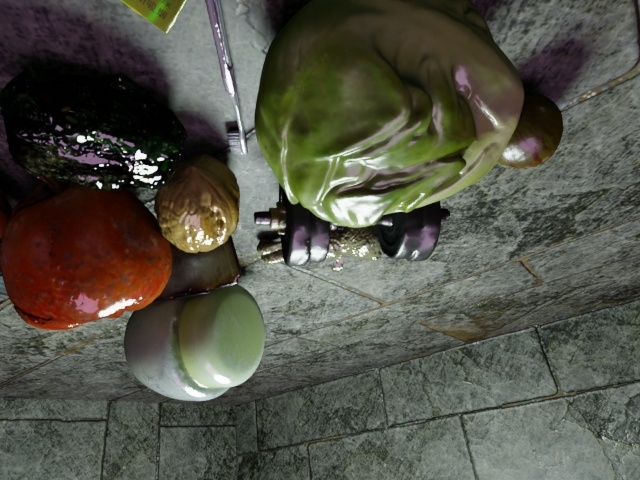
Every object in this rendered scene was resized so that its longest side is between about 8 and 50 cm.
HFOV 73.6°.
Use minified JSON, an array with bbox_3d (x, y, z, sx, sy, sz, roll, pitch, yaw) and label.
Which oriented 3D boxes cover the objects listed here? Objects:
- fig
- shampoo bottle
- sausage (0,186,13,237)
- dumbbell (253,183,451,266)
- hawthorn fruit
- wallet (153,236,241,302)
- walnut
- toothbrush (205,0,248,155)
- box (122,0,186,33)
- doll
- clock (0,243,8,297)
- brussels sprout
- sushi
[{"bbox_3d":[0.366,-0.174,0.762,0.124,0.124,0.236,-24,160,28],"label":"fig"},{"bbox_3d":[-0.334,0.255,1.141,0.318,0.322,0.322,-9,154,28],"label":"shampoo bottle"},{"bbox_3d":[-0.564,-0.101,0.652,0.102,0.102,0.330,-1,151,-12],"label":"sausage"},{"bbox_3d":[0.068,-0.045,0.828,0.389,0.185,0.185,-2,151,-11],"label":"dumbbell"},{"bbox_3d":[-0.412,-0.001,0.739,0.276,0.276,0.307,-8,118,0],"label":"hawthorn fruit"},{"bbox_3d":[-0.317,0.067,1.005,0.256,0.137,0.031,-12,-176,8],"label":"wallet"},{"bbox_3d":[-0.215,-0.066,0.751,0.156,0.155,0.184,0,147,-15],"label":"walnut"},{"bbox_3d":[-0.135,-0.234,0.590,0.029,0.024,0.354,-7,152,-5],"label":"toothbrush"},{"bbox_3d":[-0.156,-0.312,0.406,0.121,0.030,0.193,30,136,-29],"label":"box"},{"bbox_3d":[0.006,0.015,1.030,0.286,0.091,0.202,-32,112,19],"label":"doll"},{"bbox_3d":[-0.630,0.087,0.949,0.313,0.061,0.312,5,158,2],"label":"clock"},{"bbox_3d":[0.074,-0.161,0.560,0.328,0.247,0.328,-3,153,-2],"label":"brussels sprout"},{"bbox_3d":[-0.307,-0.150,0.596,0.225,0.124,0.127,8,148,-28],"label":"sushi"}]
